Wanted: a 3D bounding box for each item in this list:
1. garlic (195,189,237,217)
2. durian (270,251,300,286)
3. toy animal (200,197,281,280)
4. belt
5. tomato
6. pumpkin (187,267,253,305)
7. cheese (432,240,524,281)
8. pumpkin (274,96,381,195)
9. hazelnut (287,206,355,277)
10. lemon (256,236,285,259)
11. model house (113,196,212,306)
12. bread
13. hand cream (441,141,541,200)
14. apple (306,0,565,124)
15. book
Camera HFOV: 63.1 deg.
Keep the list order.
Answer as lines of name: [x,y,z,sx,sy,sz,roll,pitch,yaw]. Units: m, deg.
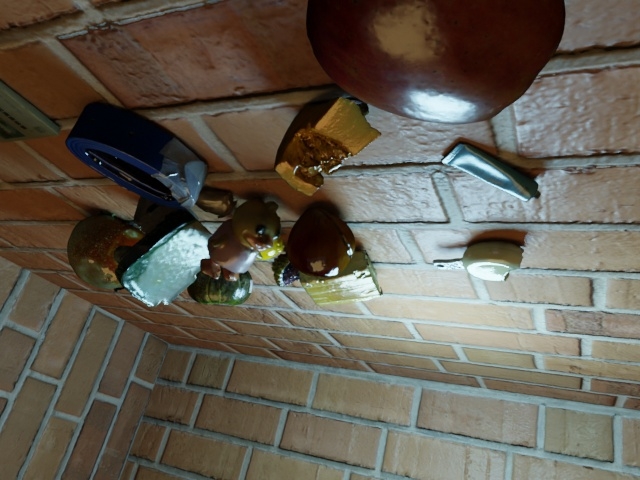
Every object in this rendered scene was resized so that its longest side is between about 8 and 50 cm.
garlic: [-0.320,-0.118,1.543,0.152,0.066,0.084,9,128,4]
durian: [-0.111,0.072,1.768,0.108,0.118,0.187,30,-151,31]
toy animal: [-0.217,-0.012,1.521,0.281,0.169,0.195,-38,148,28]
belt: [-0.465,-0.212,1.355,0.347,0.117,0.212,32,151,-30]
tomato: [-0.783,0.052,1.936,0.304,0.238,0.303,15,153,8]
pumpkin: [-0.390,0.154,2.021,0.261,0.189,0.260,2,175,0]
cheese: [0.436,0.054,1.467,0.249,0.070,0.163,6,154,21]
pumpkin: [0.010,-0.219,1.089,0.131,0.126,0.248,37,129,-25]
hazelnut: [0.000,0.000,1.483,0.208,0.208,0.208,12,155,6]
lemon: [-0.190,0.007,1.666,0.155,0.114,0.114,12,155,0]
model house: [-0.515,0.005,1.636,0.284,0.298,0.243,43,173,38]
bread: [0.070,0.126,1.730,0.246,0.110,0.239,-8,152,13]
hand cream: [0.376,-0.144,1.128,0.224,0.048,0.083,25,154,-8]
apple: [0.158,-0.329,0.762,0.365,0.295,0.328,22,-168,-13]
book: [-0.869,-0.346,1.404,0.283,0.025,0.215,0,151,32]
